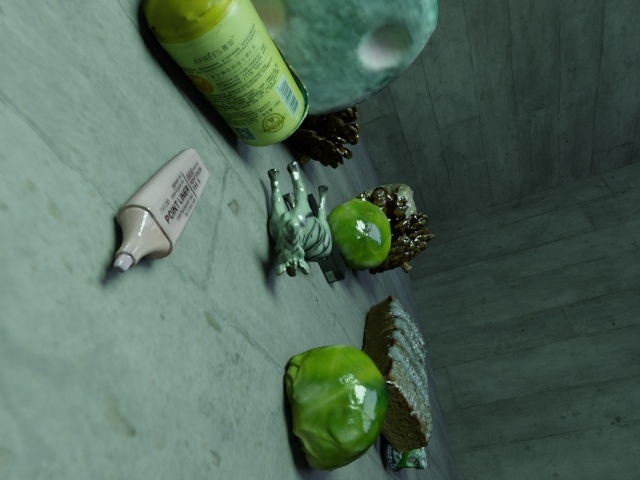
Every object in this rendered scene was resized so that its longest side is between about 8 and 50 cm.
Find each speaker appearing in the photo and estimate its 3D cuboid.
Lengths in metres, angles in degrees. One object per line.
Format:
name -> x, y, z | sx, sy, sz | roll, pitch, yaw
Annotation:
speaker -> 0.000, 0.000, 0.861 | 0.046, 0.040, 0.191 | -81, 151, -57

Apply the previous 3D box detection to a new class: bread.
bread -> 0.178, 0.288, 1.006 | 0.165, 0.113, 0.416 | 55, 17, -8

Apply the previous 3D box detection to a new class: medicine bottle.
medicine bottle -> -0.114, -0.232, 0.541 | 0.239, 0.124, 0.124 | 49, 27, -57

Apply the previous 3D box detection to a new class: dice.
dice -> -0.019, -0.431, 0.676 | 0.348, 0.331, 0.327 | 44, 31, -58

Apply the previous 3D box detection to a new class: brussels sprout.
brussels sprout -> 0.030, 0.210, 0.552 | 0.149, 0.122, 0.151 | 30, 43, -66
brussels sprout -> 0.085, -0.020, 0.992 | 0.180, 0.162, 0.143 | -107, -158, -46

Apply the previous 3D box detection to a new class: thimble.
thimble -> 0.205, -0.091, 1.391 | 0.196, 0.229, 0.148 | -41, 116, -45

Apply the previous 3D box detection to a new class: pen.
pen -> -0.139, -0.031, 0.379 | 0.197, 0.032, 0.053 | -88, 157, -57

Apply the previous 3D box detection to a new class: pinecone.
pinecone -> 0.169, -0.020, 1.184 | 0.257, 0.243, 0.243 | 32, -4, 25
pinecone -> 0.002, -0.275, 0.942 | 0.185, 0.169, 0.212 | 75, 14, -77

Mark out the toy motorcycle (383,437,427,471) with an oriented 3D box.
toy motorcycle -> 0.189, 0.462, 0.962 | 0.190, 0.074, 0.106 | 34, 44, -46

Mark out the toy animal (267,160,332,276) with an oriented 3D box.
toy animal -> -0.041, -0.038, 0.673 | 0.255, 0.090, 0.169 | -16, 94, -74
